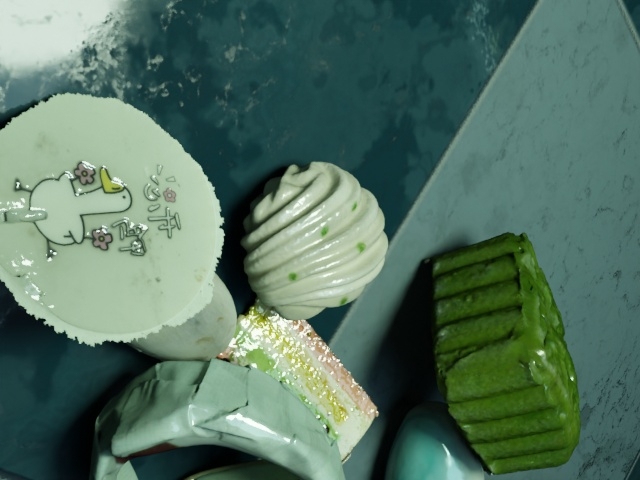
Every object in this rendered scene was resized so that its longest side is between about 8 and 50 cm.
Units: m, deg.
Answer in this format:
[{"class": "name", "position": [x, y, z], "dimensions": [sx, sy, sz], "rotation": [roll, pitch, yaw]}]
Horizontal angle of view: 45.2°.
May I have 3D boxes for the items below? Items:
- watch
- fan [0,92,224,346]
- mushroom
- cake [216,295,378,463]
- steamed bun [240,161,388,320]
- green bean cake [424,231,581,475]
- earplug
[{"class": "watch", "position": [-0.103, 0.232, 0.795], "dimensions": [0.253, 0.162, 0.241], "rotation": [-10, 118, -3]}, {"class": "fan", "position": [-0.253, -0.019, 0.634], "dimensions": [0.414, 0.012, 0.233], "rotation": [-3, 75, -42]}, {"class": "mushroom", "position": [-0.177, 0.045, 0.738], "dimensions": [0.116, 0.093, 0.225], "rotation": [-43, 135, 5]}, {"class": "cake", "position": [-0.039, 0.165, 0.930], "dimensions": [0.109, 0.090, 0.225], "rotation": [-45, 109, -19]}, {"class": "steamed bun", "position": [0.000, 0.000, 0.851], "dimensions": [0.182, 0.106, 0.183], "rotation": [-6, 99, -41]}, {"class": "green bean cake", "position": [0.246, 0.150, 1.019], "dimensions": [0.250, 0.156, 0.247], "rotation": [-85, 152, -49]}, {"class": "earplug", "position": [0.156, 0.386, 1.094], "dimensions": [0.185, 0.185, 0.324], "rotation": [-10, 103, -38]}]
